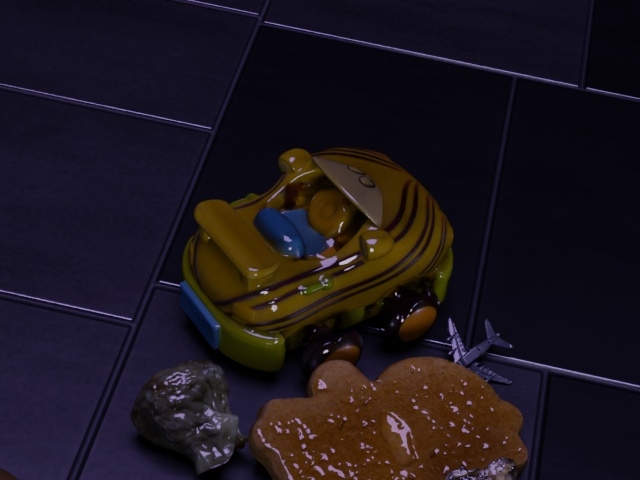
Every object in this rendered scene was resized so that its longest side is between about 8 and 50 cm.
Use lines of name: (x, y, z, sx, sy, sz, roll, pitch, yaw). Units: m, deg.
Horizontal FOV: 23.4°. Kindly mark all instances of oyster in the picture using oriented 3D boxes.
oyster: (0.123, 0.201, 1.199, 0.083, 0.054, 0.019, -12, 6, -26)

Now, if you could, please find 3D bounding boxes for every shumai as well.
shumai: (-0.100, 0.146, 1.213, 0.083, 0.082, 0.080, -28, 51, -3)

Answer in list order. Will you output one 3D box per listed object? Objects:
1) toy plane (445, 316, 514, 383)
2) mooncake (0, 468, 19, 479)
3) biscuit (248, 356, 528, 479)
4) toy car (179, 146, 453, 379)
toy plane: (0.129, 0.101, 1.330, 0.078, 0.024, 0.084, 47, 53, 12)
mooncake: (-0.271, 0.256, 0.985, 0.234, 0.117, 0.235, -21, 38, 17)
biscuit: (0.058, 0.162, 1.240, 0.225, 0.036, 0.166, -17, 58, -26)
toy car: (0.000, 0.000, 1.331, 0.247, 0.142, 0.200, -25, 53, -28)
